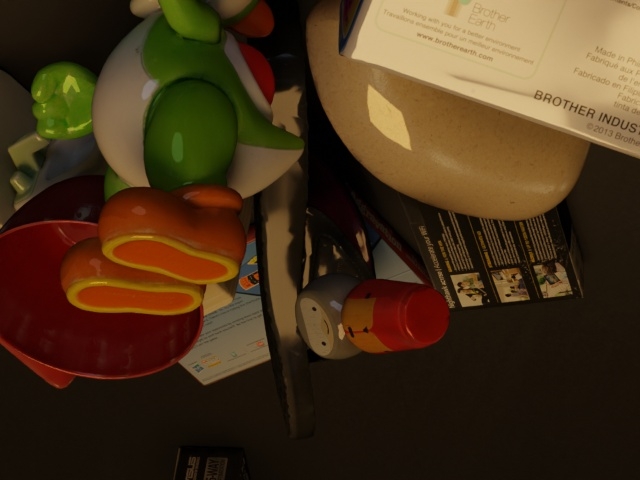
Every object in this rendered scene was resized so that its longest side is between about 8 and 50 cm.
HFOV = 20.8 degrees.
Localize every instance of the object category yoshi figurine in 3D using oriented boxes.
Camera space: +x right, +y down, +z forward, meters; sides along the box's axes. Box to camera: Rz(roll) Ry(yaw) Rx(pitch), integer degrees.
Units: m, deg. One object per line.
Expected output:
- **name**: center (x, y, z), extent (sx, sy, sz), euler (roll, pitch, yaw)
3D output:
- **yoshi figurine**: center (-0.135, -0.144, 1.220), extent (0.204, 0.362, 0.203), euler (-5, 158, 18)

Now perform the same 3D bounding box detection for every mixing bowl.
- **mixing bowl**: center (-0.174, 0.014, 1.369), extent (0.181, 0.098, 0.181), euler (5, 137, 4)

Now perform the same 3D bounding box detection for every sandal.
- **sandal**: center (0.000, 0.000, 1.476), extent (0.107, 0.167, 0.445), euler (-5, 129, -4)

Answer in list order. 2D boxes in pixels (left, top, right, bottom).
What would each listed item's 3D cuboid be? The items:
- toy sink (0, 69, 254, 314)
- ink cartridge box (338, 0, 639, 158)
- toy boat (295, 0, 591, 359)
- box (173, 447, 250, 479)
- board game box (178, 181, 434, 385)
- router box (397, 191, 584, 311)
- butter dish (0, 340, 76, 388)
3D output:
- **toy sink**: center (-0.177, -0.050, 1.484), extent (0.131, 0.152, 0.234), euler (-26, 126, 31)
- **ink cartridge box**: center (0.203, -0.271, 1.126), extent (0.270, 0.151, 0.395), euler (18, 114, -9)
- **toy boat**: center (0.071, -0.060, 1.340), extent (0.267, 0.318, 0.148), euler (26, 164, -30)
- **box**: center (-0.112, 0.412, 1.895), extent (0.077, 0.242, 0.307), euler (0, 137, 9)
- **board game box**: center (-0.046, 0.047, 1.654), extent (0.281, 0.027, 0.145), euler (-23, 129, 30)
- **router box**: center (0.151, -0.015, 1.543), extent (0.133, 0.046, 0.179), euler (-7, 134, 17)
- **butter dish**: center (-0.274, 0.032, 1.611), extent (0.118, 0.160, 0.160), euler (-1, 142, 45)
